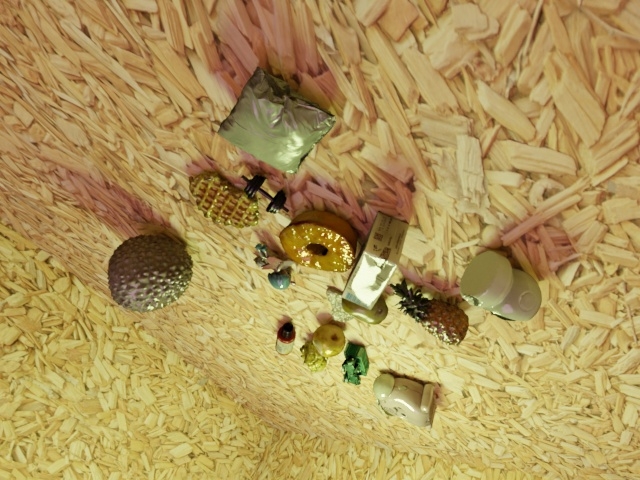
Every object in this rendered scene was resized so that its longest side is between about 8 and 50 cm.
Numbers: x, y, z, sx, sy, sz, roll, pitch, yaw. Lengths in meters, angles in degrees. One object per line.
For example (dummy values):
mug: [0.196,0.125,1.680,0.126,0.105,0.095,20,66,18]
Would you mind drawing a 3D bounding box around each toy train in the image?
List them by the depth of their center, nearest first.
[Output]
toy train: [0.177,0.667,2.206,0.115,0.154,0.269,6,139,22]

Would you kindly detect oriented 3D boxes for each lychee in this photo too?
lychee: [-0.819,0.161,2.003,0.432,0.380,0.380,-7,135,10]

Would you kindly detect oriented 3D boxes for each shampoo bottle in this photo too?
shampoo bottle: [-0.192,0.542,2.309,0.104,0.104,0.278,21,143,6]

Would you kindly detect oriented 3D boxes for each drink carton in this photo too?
drink carton: [0.192,0.082,1.480,0.132,0.194,0.324,21,142,3]

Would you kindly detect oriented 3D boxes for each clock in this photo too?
clock: [0.463,0.886,2.297,0.325,0.184,0.342,10,135,27]

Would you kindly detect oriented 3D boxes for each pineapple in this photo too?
pineapple: [0.403,0.271,1.617,0.340,0.169,0.169,29,142,1]

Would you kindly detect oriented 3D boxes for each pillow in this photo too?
pillow: [-0.127,-0.336,1.223,0.283,0.138,0.310,30,145,-19]

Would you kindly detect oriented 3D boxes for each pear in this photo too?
pear: [0.039,0.505,2.087,0.178,0.178,0.178,16,141,13]

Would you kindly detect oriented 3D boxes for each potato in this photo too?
potato: [0.188,0.277,1.756,0.200,0.137,0.154,28,143,-5]

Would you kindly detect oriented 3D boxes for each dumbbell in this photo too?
dumbbell: [-0.198,-0.166,1.488,0.208,0.099,0.099,37,141,-15]

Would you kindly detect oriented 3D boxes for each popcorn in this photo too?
popcorn: [-0.030,0.640,2.289,0.173,0.168,0.195,-3,162,-23]

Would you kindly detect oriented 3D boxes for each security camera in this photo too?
security camera: [0.603,0.164,1.356,0.236,0.195,0.194,29,143,-12]

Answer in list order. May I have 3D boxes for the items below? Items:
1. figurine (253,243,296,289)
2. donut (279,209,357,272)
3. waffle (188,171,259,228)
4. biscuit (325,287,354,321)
figurine: [-0.226,0.119,1.834,0.205,0.103,0.260,-1,136,30]
donut: [0.000,0.000,1.561,0.303,0.110,0.303,16,142,13]
waffle: [-0.379,-0.156,1.638,0.300,0.058,0.282,18,143,9]
biscuit: [0.106,0.312,1.931,0.133,0.032,0.250,7,138,20]
